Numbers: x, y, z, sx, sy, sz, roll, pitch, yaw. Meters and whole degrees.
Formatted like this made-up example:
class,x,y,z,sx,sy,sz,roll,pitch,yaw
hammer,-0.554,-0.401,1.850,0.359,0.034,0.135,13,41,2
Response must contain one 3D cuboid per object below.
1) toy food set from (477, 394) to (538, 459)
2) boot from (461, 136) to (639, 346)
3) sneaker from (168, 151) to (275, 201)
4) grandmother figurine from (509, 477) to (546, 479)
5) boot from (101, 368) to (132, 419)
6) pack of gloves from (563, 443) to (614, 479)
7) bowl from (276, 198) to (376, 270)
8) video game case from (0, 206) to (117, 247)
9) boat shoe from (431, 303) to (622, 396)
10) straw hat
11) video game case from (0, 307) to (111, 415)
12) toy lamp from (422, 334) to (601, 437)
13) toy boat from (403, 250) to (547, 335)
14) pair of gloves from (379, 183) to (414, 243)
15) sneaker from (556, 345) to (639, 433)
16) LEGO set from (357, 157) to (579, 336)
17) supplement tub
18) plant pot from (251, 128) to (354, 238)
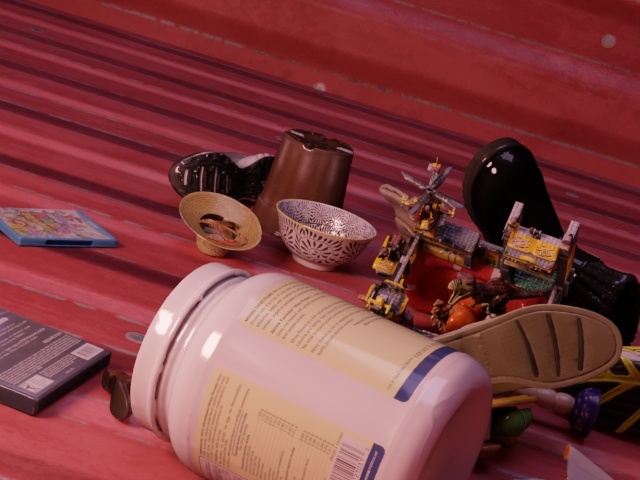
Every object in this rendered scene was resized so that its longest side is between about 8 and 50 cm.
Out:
class,x,y,z,sx,sy,sz,roll,pitch,yaw
toy food set,0.193,0.237,1.831,0.128,0.071,0.218,-12,-8,34
boot,0.368,0.017,2.280,0.131,0.348,0.260,-36,42,-11
sneaker,-0.182,-0.109,2.561,0.108,0.100,0.271,10,7,31
grandmother figurine,0.199,0.326,1.484,0.208,0.104,0.342,54,15,-1
boot,-0.187,0.182,1.687,0.114,0.037,0.106,14,18,-24
pack of gloves,0.336,0.347,1.569,0.232,0.046,0.195,39,24,-4
bowl,0.000,0.000,2.379,0.170,0.080,0.170,15,16,-4
video game case,-0.400,-0.020,2.168,0.166,0.015,0.119,2,22,-42
boat shoe,0.235,0.146,1.906,0.302,0.113,0.103,-8,-3,-1
straw hat,-0.164,-0.009,2.282,0.144,0.061,0.144,17,33,-11
video game case,-0.406,0.116,1.703,0.274,0.026,0.196,19,16,12
toy lamp,0.240,0.192,1.994,0.274,0.080,0.080,19,16,0
toy boat,0.222,0.095,2.238,0.231,0.151,0.151,21,46,16
pair of gloves,0.199,0.017,2.431,0.240,0.042,0.204,37,-12,39
sneaker,0.527,0.223,2.059,0.384,0.145,0.147,21,17,9
LEGO set,0.219,0.047,2.083,0.331,0.255,0.192,28,-23,19
supplement tub,-0.010,0.173,1.530,0.325,0.235,0.235,24,18,22
plant pot,-0.025,-0.096,2.519,0.167,0.165,0.167,14,16,-4
